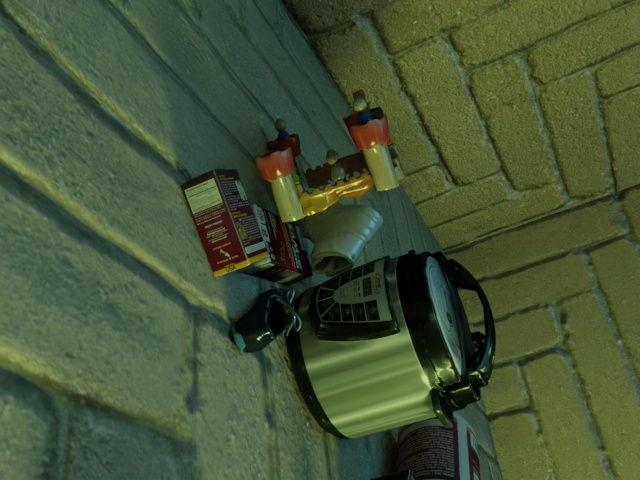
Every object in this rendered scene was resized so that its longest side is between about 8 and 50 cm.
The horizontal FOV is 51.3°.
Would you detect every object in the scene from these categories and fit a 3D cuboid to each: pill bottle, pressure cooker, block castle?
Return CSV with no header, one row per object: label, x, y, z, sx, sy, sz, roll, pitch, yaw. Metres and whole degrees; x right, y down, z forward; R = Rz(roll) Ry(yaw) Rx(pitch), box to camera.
pill bottle,0.297,0.638,1.695,0.224,0.224,0.392,63,19,-18
pressure cooker,0.180,0.220,1.494,0.370,0.420,0.375,71,19,3
block castle,0.017,-0.217,1.579,0.453,0.302,0.213,-87,159,-77

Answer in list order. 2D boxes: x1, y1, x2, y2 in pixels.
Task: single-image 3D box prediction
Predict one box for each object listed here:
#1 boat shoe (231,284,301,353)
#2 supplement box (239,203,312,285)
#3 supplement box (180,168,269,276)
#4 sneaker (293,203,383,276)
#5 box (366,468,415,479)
boat shoe,-0.087,0.159,1.322,0.109,0.089,0.258,65,18,-12
supplement box,-0.106,0.015,1.452,0.239,0.073,0.130,26,46,-67
supplement box,-0.181,-0.037,1.275,0.188,0.080,0.104,69,18,-1
sneaker,0.000,0.000,1.602,0.108,0.292,0.169,47,62,-27
box,0.158,0.621,1.428,0.207,0.153,0.108,67,17,-12
